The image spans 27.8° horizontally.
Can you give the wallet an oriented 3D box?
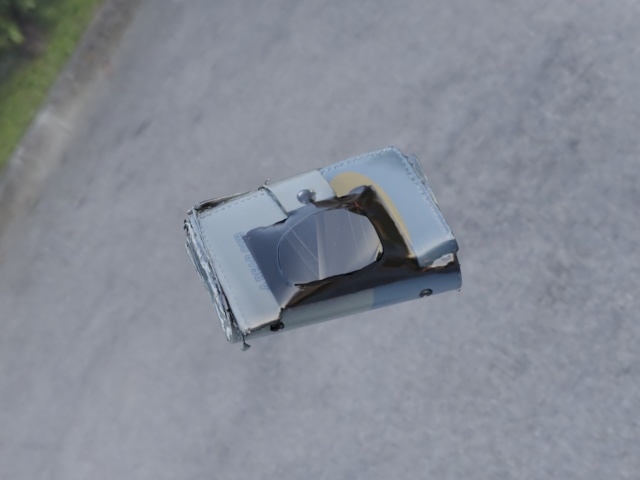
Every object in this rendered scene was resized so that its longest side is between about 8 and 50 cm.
[{"bbox_3d":[0.000,0.000,1.188,0.069,0.231,0.170,95,156,-54],"label":"wallet"}]
